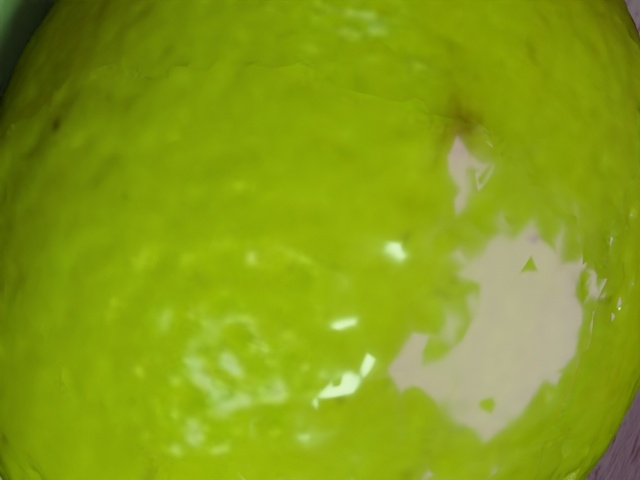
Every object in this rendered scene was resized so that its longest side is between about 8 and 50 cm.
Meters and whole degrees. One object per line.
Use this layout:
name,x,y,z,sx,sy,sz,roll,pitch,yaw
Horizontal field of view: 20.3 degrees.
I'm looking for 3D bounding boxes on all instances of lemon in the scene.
lemon,0.001,-0.002,0.634,0.284,0.260,0.260,-57,156,-24
